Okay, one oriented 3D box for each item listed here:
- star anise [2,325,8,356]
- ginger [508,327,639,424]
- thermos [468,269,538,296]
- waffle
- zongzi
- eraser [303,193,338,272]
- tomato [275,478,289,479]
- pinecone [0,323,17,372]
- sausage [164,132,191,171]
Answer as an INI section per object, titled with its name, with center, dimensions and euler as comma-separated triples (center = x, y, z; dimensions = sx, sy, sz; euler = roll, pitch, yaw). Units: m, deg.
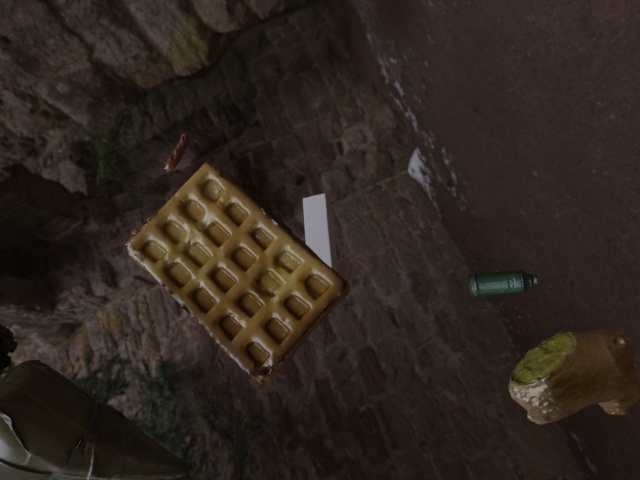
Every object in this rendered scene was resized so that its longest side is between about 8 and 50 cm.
[star anise]
center = -0.920, 0.293, 1.116
dimensions = 0.129, 0.213, 0.282
euler = 138, 146, -79
[ginger]
center = 0.546, 0.300, 0.914
dimensions = 0.221, 0.275, 0.130
euler = 35, -162, -7
[thermos]
center = 0.549, 0.130, 1.296
dimensions = 0.083, 0.188, 0.073
euler = 46, -136, -47
[waffle]
center = -0.134, 0.045, 0.713
dimensions = 0.328, 0.224, 0.098
euler = 41, 172, 11
[zongzi]
center = -0.516, 0.442, 0.866
dimensions = 0.393, 0.356, 0.174
euler = 40, -151, -24
[eraser]
center = 0.001, 0.000, 1.345
dimensions = 0.076, 0.078, 0.297
euler = 57, -156, -58
[tomato]
center = -0.071, 0.345, 0.493
dimensions = 0.227, 0.228, 0.101
euler = 62, -178, -44
[pinecone]
center = -0.688, 0.204, 0.807
dimensions = 0.179, 0.184, 0.205
euler = 57, -166, 12
[sausage]
center = -0.464, -0.289, 1.410
dimensions = 0.042, 0.036, 0.157
euler = -45, 24, 57
